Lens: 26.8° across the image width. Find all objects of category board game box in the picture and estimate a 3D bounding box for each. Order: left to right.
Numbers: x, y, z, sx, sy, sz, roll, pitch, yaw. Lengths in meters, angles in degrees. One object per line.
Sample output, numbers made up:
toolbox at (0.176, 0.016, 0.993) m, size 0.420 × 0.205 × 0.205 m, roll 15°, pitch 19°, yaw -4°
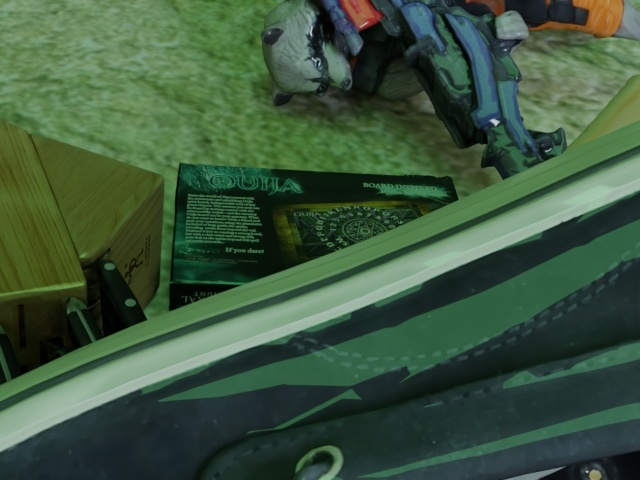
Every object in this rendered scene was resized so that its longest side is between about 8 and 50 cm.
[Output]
board game box at (0.000, 0.000, 0.848) m, size 0.186 × 0.026 × 0.126 m, roll 3°, pitch 38°, yaw -5°

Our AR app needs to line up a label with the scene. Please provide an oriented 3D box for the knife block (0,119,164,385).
knife block at (-0.197, 0.038, 0.715) m, size 0.275 × 0.088 × 0.242 m, roll 20°, pitch 39°, yaw 15°

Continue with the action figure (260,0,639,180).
action figure at (0.114, -0.152, 1.006) m, size 0.330 × 0.178 × 0.341 m, roll -14°, pitch 69°, yaw -15°

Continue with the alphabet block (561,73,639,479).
alphabet block at (0.188, 0.061, 0.668) m, size 0.193 × 0.192 × 0.197 m, roll 26°, pitch 41°, yaw 20°

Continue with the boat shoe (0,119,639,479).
boat shoe at (-0.002, 0.119, 0.449) m, size 0.500 × 0.187 × 0.156 m, roll -26°, pitch 49°, yaw -1°
